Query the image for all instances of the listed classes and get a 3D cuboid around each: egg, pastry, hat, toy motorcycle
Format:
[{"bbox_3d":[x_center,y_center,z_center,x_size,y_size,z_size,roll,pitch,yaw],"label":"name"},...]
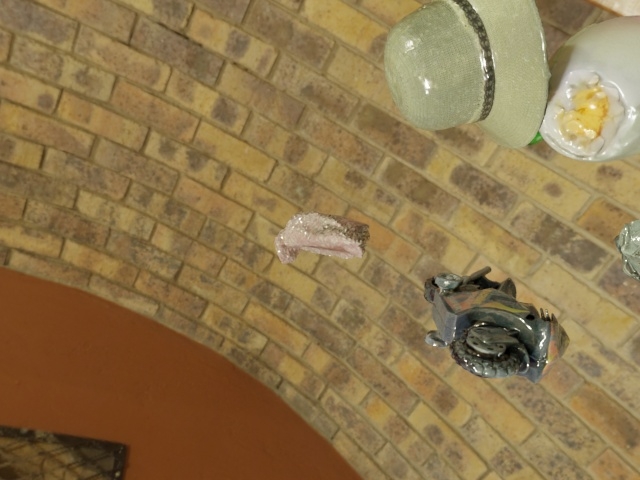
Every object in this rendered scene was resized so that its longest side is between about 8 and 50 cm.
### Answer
[{"bbox_3d":[0.401,-0.209,0.642,0.183,0.183,0.217,38,-120,19],"label":"egg"},{"bbox_3d":[0.001,-0.012,1.079,0.265,0.112,0.102,-5,151,41],"label":"pastry"},{"bbox_3d":[0.149,-0.214,0.583,0.257,0.130,0.257,160,90,-90],"label":"hat"},{"bbox_3d":[0.247,0.117,0.688,0.173,0.108,0.307,5,-164,3],"label":"toy motorcycle"}]

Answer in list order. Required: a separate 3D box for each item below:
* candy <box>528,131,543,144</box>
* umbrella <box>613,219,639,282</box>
[{"bbox_3d":[0.490,-0.201,0.858,0.323,0.097,0.097,17,-165,27],"label":"candy"},{"bbox_3d":[0.301,0.025,0.430,0.050,0.046,0.188,3,167,44],"label":"umbrella"}]
